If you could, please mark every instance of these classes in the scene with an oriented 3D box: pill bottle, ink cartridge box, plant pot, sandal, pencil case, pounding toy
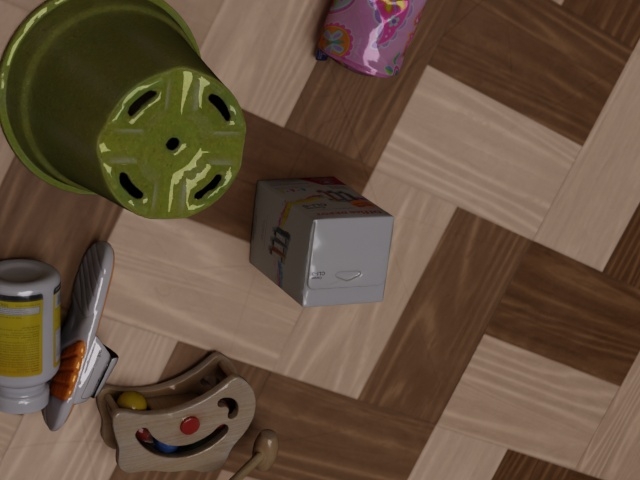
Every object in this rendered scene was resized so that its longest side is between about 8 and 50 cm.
[{"bbox_3d":[-0.384,0.124,1.792,0.103,0.103,0.184,-6,113,-27],"label":"pill bottle"},{"bbox_3d":[0.000,0.000,1.910,0.128,0.176,0.127,-4,112,-28],"label":"ink cartridge box"},{"bbox_3d":[-0.220,-0.147,1.679,0.276,0.254,0.276,-11,116,-25],"label":"plant pot"},{"bbox_3d":[-0.296,0.134,1.847,0.076,0.102,0.265,14,101,-30],"label":"sandal"},{"bbox_3d":[0.094,-0.353,1.855,0.124,0.124,0.284,12,105,-32],"label":"pencil case"},{"bbox_3d":[-0.164,0.255,1.938,0.270,0.155,0.154,4,112,-30],"label":"pounding toy"}]
